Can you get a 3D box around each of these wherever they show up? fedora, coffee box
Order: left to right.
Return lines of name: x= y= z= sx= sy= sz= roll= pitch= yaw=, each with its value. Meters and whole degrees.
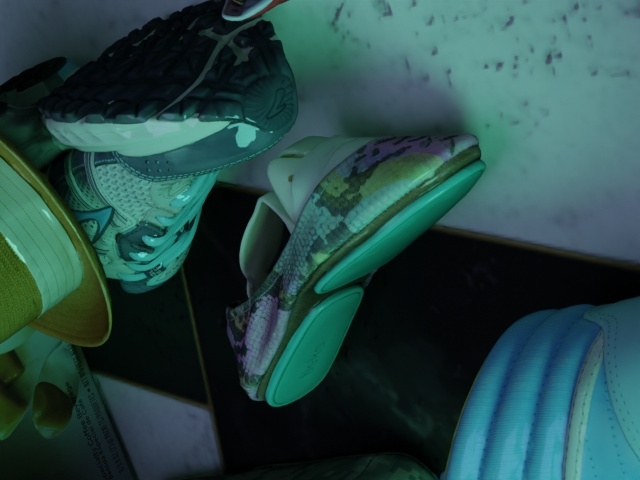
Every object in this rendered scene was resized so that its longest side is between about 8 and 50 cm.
fedora: x=-0.196 y=0.004 z=0.896 sx=0.194 sy=0.079 sz=0.194 roll=31 pitch=149 yaw=21
coffee box: x=-0.228 y=0.073 z=1.057 sx=0.098 sy=0.141 sz=0.247 roll=-4 pitch=110 yaw=46

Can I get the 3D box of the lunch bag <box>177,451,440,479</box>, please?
lunch bag: x=-0.069 y=0.266 z=0.931 sx=0.305 sy=0.256 sz=0.213 roll=-14 pitch=104 yaw=48

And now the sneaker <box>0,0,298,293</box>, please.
sneaker: x=-0.089 y=-0.039 z=0.899 sx=0.283 sy=0.110 sz=0.122 roll=-5 pitch=122 yaw=54

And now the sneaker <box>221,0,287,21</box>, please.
sneaker: x=-0.043 y=-0.130 z=0.803 sx=0.118 sy=0.067 sz=0.042 roll=8 pitch=119 yaw=42

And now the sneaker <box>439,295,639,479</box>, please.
sneaker: x=0.159 y=0.163 z=0.747 sx=0.208 sy=0.127 sz=0.319 roll=-4 pitch=101 yaw=44

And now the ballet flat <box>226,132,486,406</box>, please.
ballet flat: x=0.000 y=0.000 z=0.843 sx=0.079 sy=0.077 sz=0.221 roll=54 pitch=143 yaw=16
